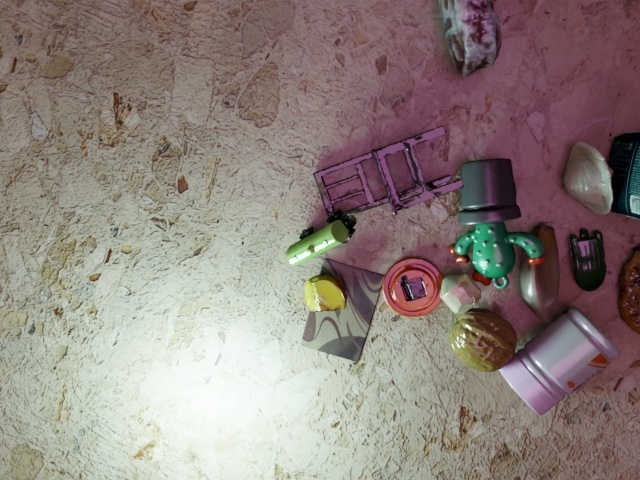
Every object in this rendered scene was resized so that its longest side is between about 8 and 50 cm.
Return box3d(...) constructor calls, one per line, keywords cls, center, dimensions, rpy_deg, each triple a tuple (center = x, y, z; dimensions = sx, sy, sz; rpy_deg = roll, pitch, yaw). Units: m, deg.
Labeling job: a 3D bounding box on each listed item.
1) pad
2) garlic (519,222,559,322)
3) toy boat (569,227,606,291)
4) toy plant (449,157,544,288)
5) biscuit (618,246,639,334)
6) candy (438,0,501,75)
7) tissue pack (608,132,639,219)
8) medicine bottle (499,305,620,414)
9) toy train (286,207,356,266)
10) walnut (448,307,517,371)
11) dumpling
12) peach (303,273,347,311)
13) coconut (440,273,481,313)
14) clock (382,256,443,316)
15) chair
box3d(cls="pad", center=(0.073, 0.242, 1.913), dimensions=(0.220, 0.004, 0.330), rpy_deg=(15, 102, 2))
box3d(cls="garlic", center=(0.695, 0.102, 1.777), dimensions=(0.143, 0.112, 0.318), rpy_deg=(0, 98, -30))
box3d(cls="toy boat", center=(0.858, 0.065, 1.789), dimensions=(0.104, 0.052, 0.210), rpy_deg=(-12, 101, 5))
box3d(cls="toy plant", center=(0.533, -0.047, 1.719), dimensions=(0.280, 0.185, 0.400), rpy_deg=(-4, 93, 14))
box3d(cls="biscuit", center=(1.103, 0.159, 1.773), dimensions=(0.290, 0.081, 0.334), rpy_deg=(-10, 101, 8))
box3d(cls="candy", center=(0.430, -0.630, 1.609), dimensions=(0.157, 0.214, 0.289), rpy_deg=(-13, 96, 6))
box3d(cls="tissue pack", center=(0.994, -0.170, 1.552), dimensions=(0.253, 0.416, 0.264), rpy_deg=(4, 99, 1))
box3d(cls="medicine bottle", center=(0.754, 0.382, 1.781), dimensions=(0.316, 0.202, 0.202), rpy_deg=(-43, 95, 12))
box3d(cls="toy train", center=(0.000, 0.000, 1.765), dimensions=(0.253, 0.157, 0.105), rpy_deg=(-28, 102, 38))
box3d(cls="walnut", center=(0.524, 0.321, 1.796), dimensions=(0.213, 0.213, 0.213), rpy_deg=(1, 101, 5))
box3d(cls="dumpling", center=(0.823, -0.186, 1.687), dimensions=(0.126, 0.166, 0.215), rpy_deg=(2, 99, -15))
box3d(cls="peach", center=(0.022, 0.174, 1.843), dimensions=(0.151, 0.118, 0.151), rpy_deg=(17, 115, 41))
box3d(cls="coconut", center=(0.441, 0.162, 1.787), dimensions=(0.116, 0.116, 0.122), rpy_deg=(-44, 89, 11))
box3d(cls="clock", center=(0.308, 0.156, 1.853), dimensions=(0.205, 0.051, 0.205), rpy_deg=(1, 102, 4))
box3d(cls="chair", center=(0.189, -0.187, 1.702), dimensions=(0.416, 0.240, 0.203), rpy_deg=(-20, 101, 8))
